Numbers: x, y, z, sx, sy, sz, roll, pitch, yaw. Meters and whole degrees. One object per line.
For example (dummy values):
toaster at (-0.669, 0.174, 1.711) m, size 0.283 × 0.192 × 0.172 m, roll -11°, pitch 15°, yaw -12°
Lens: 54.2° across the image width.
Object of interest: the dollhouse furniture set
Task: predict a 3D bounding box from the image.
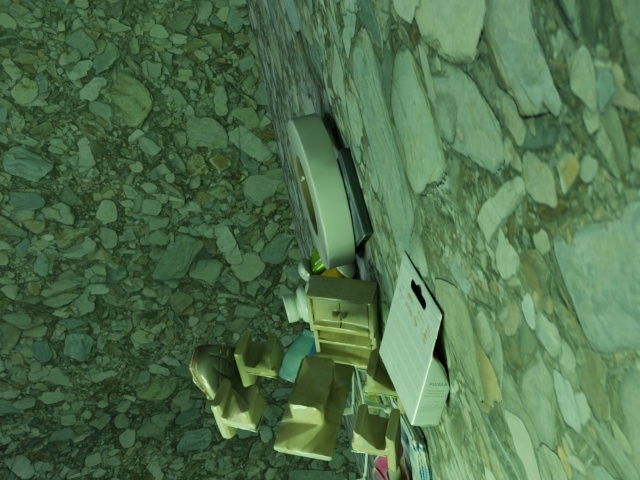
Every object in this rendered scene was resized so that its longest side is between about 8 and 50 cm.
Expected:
dollhouse furniture set at (0.017, 0.309, 1.383) m, size 0.394 × 0.363 × 0.256 m, roll -70°, pitch -20°, yaw -44°

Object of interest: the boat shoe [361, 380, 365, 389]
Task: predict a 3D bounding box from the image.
boat shoe at (0.154, 0.491, 2.069) m, size 0.035 × 0.035 × 0.100 m, roll 49°, pitch 172°, yaw -4°

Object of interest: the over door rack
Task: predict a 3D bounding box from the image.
over door rack at (0.125, 0.468, 1.650) m, size 0.324 × 0.108 × 0.239 m, roll 103°, pitch 163°, yaw -44°

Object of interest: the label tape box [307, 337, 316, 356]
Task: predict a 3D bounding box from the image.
label tape box at (0.004, 0.387, 1.748) m, size 0.347 × 0.115 × 0.249 m, roll 105°, pitch -176°, yaw -48°

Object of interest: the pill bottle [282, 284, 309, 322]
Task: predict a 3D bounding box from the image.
pill bottle at (-0.006, 0.186, 1.932) m, size 0.117 × 0.209 × 0.117 m, roll 165°, pitch 90°, yaw -85°

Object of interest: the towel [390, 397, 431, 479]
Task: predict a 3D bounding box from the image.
towel at (0.215, 0.505, 1.464) m, size 0.209 × 0.034 × 0.284 m, roll -113°, pitch 10°, yaw -63°

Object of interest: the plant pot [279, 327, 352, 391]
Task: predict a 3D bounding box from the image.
plant pot at (0.001, 0.445, 2.393) m, size 0.293 × 0.293 × 0.196 m, roll 159°, pitch 122°, yaw -85°

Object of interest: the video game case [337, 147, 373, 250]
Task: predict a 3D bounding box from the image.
video game case at (0.068, -0.082, 1.456) m, size 0.274 × 0.026 × 0.195 m, roll 103°, pitch 152°, yaw -80°

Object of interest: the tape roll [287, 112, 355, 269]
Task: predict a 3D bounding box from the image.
tape roll at (-0.001, -0.120, 1.559) m, size 0.392 × 0.072 × 0.391 m, roll 165°, pitch 90°, yaw -84°

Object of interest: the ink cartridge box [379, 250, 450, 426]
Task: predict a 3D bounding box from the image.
ink cartridge box at (0.169, 0.164, 1.057) m, size 0.189 × 0.066 × 0.232 m, roll -112°, pitch 30°, yaw -56°

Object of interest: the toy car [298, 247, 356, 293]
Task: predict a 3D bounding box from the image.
toy car at (0.037, 0.089, 1.745) m, size 0.136 × 0.159 × 0.182 m, roll 30°, pitch -154°, yaw -39°

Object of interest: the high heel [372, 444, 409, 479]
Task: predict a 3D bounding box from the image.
high heel at (0.184, 0.544, 1.461) m, size 0.117 × 0.082 × 0.244 m, roll 40°, pitch 147°, yaw 24°

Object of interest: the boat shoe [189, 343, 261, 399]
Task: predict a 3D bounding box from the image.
boat shoe at (-0.230, 0.304, 1.392) m, size 0.324 × 0.117 × 0.123 m, roll 68°, pitch -147°, yaw -61°

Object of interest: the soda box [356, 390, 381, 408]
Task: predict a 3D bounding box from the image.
soda box at (0.151, 0.510, 1.960) m, size 0.181 × 0.061 × 0.058 m, roll 87°, pitch 168°, yaw -66°
